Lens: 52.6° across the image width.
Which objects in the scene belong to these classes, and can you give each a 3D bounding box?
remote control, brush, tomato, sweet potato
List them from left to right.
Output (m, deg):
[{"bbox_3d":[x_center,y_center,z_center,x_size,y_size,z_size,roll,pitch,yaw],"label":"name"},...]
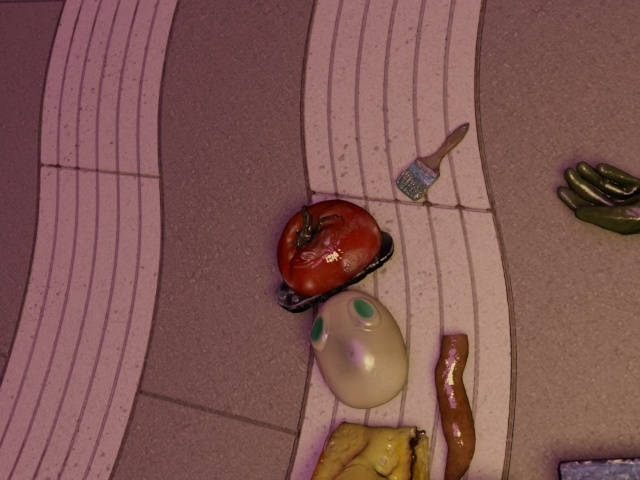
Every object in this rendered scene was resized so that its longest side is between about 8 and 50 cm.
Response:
[{"bbox_3d":[0.000,-0.002,1.280,0.227,0.101,0.228,-20,46,21],"label":"tomato"},{"bbox_3d":[0.035,0.069,1.316,0.265,0.066,0.090,-29,56,7],"label":"remote control"},{"bbox_3d":[0.238,-0.168,1.323,0.070,0.021,0.196,43,93,24],"label":"brush"},{"bbox_3d":[0.243,0.311,1.166,0.067,0.059,0.281,-10,71,28],"label":"sweet potato"}]

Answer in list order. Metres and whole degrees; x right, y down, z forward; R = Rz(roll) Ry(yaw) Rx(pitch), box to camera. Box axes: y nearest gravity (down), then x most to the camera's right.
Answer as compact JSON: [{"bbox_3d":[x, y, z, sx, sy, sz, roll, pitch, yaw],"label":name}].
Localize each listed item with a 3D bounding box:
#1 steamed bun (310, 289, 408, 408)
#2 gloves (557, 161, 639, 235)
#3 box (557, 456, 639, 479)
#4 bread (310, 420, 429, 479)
[{"bbox_3d":[0.067,0.203,1.226,0.177,0.130,0.228,-21,71,17],"label":"steamed bun"},{"bbox_3d":[0.545,-0.062,1.123,0.268,0.107,0.135,23,53,37],"label":"gloves"},{"bbox_3d":[0.511,0.472,0.961,0.261,0.116,0.279,-8,63,16],"label":"box"},{"bbox_3d":[0.082,0.450,1.137,0.204,0.163,0.262,2,34,23],"label":"bread"}]
